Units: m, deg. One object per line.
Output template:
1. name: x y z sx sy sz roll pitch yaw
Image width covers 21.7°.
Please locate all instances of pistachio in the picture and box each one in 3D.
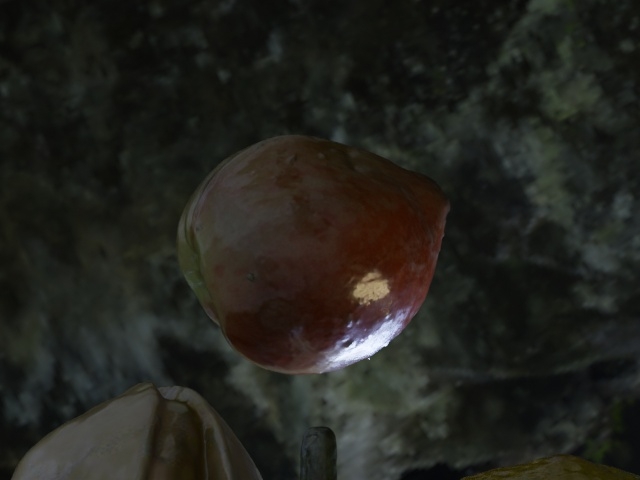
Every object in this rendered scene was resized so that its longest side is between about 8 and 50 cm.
1. pistachio: -0.144 0.237 1.360 0.321 0.229 0.238 -167 -95 -75

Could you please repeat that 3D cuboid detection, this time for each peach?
1. peach: 0.000 0.000 1.376 0.232 0.232 0.232 24 -53 36

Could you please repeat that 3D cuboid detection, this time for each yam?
1. yam: -0.001 0.147 0.800 0.021 0.021 0.116 2 -87 46

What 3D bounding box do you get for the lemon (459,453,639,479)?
1. lemon: 0.167 0.322 1.269 0.336 0.336 0.336 24 -53 36
